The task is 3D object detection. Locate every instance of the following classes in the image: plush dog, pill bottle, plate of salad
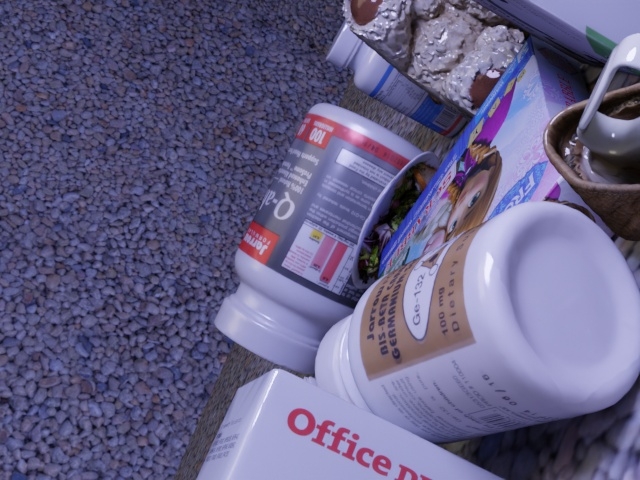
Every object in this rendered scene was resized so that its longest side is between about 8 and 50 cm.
[{"bbox_3d":[0.193,-0.281,1.018,0.225,0.262,0.210,-54,-17,8],"label":"plush dog"},{"bbox_3d":[0.000,0.000,1.232,0.363,0.210,0.210,-63,8,1],"label":"pill bottle"},{"bbox_3d":[0.094,0.071,0.577,0.229,0.131,0.131,-35,28,54],"label":"pill bottle"},{"bbox_3d":[0.106,-0.020,1.066,0.200,0.048,0.200,-47,-24,-29],"label":"plate of salad"},{"bbox_3d":[0.126,-0.255,1.222,0.124,0.221,0.124,-60,8,15],"label":"pill bottle"}]

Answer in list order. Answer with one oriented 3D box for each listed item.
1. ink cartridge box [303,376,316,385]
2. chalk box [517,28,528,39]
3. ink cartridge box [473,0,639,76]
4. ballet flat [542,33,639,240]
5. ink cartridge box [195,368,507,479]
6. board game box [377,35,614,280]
[{"bbox_3d":[-0.002,0.229,0.886,0.135,0.099,0.056,-63,8,2],"label":"ink cartridge box"},{"bbox_3d":[0.231,-0.402,1.211,0.180,0.179,0.289,-60,7,23],"label":"chalk box"},{"bbox_3d":[0.224,-0.221,0.725,0.093,0.160,0.219,-61,7,13],"label":"ink cartridge box"},{"bbox_3d":[0.217,-0.075,0.422,0.116,0.124,0.342,-64,9,-10],"label":"ballet flat"},{"bbox_3d":[-0.009,0.247,0.531,0.273,0.197,0.114,-67,10,-24],"label":"ink cartridge box"},{"bbox_3d":[0.150,-0.003,0.806,0.319,0.065,0.318,-59,9,31],"label":"board game box"}]
